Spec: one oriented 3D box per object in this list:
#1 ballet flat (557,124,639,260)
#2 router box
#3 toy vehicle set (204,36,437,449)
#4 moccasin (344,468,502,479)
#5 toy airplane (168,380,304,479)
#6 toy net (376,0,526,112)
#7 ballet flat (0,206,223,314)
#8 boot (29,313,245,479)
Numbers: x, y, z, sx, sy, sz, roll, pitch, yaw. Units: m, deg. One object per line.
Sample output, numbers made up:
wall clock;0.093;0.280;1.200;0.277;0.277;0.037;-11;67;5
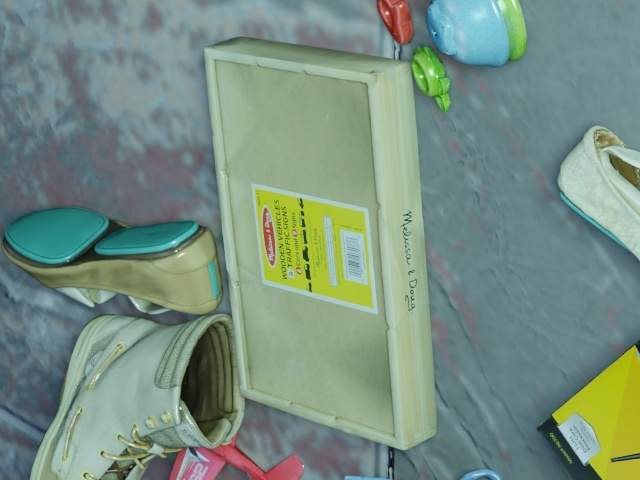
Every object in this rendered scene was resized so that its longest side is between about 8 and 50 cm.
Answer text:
ballet flat;0.200;-0.005;1.104;0.168;0.057;0.052;41;124;27
router box;0.225;0.147;1.151;0.179;0.046;0.133;55;139;14
toy vehicle set;0.000;0.000;1.338;0.166;0.035;0.266;15;118;43
moccasin;0.111;0.235;1.257;0.342;0.117;0.137;26;138;55
toy airplane;-0.066;0.162;1.486;0.151;0.028;0.151;1;92;43
toy net;0.048;-0.199;1.196;0.232;0.045;0.122;64;168;8
ballet flat;-0.163;0.023;1.500;0.232;0.080;0.073;6;126;47
boot;-0.136;0.156;1.469;0.165;0.077;0.213;-4;68;49
